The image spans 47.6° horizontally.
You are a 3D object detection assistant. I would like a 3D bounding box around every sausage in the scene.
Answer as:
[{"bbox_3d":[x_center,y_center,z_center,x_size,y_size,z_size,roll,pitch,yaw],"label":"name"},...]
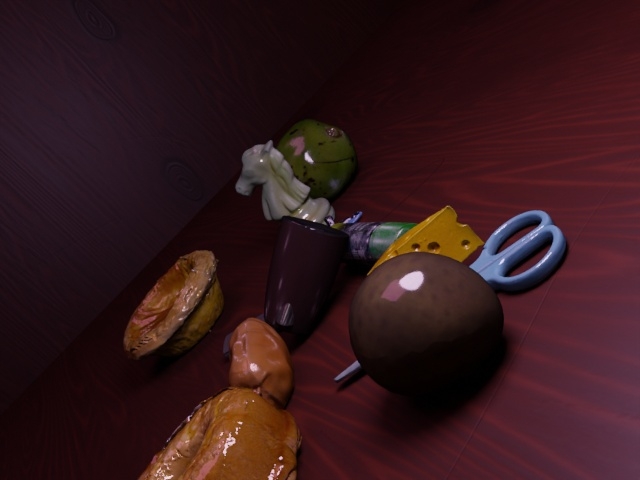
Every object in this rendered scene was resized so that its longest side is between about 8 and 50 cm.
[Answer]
[{"bbox_3d":[-0.117,0.243,1.396,0.120,0.136,0.241,-40,22,7],"label":"sausage"}]

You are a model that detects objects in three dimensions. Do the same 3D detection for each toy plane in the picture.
[{"bbox_3d":[-0.004,-0.006,1.810,0.246,0.078,0.169,-41,-11,-2],"label":"toy plane"}]

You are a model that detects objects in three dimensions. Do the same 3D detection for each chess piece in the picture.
[{"bbox_3d":[-0.112,-0.126,1.966,0.176,0.298,0.175,-37,20,16],"label":"chess piece"}]

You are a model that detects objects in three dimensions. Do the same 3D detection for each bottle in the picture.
[{"bbox_3d":[0.109,0.007,1.500,0.093,0.093,0.330,-49,18,-16],"label":"bottle"}]

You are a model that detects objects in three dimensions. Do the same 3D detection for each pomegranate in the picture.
[{"bbox_3d":[-0.023,-0.220,2.113,0.270,0.254,0.254,-47,13,31],"label":"pomegranate"}]

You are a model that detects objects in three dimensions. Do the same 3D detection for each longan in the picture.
[{"bbox_3d":[0.143,0.112,1.021,0.220,0.196,0.196,-31,21,27],"label":"longan"}]

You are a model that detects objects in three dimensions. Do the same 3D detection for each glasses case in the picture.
[{"bbox_3d":[-0.150,0.212,1.692,0.191,0.042,0.072,-33,28,31],"label":"glasses case"}]

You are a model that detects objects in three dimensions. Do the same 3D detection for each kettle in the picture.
[{"bbox_3d":[-0.042,0.075,1.522,0.202,0.144,0.232,-63,-10,-83],"label":"kettle"}]

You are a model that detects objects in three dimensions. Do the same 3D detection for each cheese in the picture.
[{"bbox_3d":[0.185,0.021,1.231,0.171,0.093,0.126,-40,3,35],"label":"cheese"}]

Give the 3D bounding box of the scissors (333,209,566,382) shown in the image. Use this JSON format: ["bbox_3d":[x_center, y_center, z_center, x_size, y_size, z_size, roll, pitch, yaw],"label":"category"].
[{"bbox_3d":[0.195,0.108,1.179,0.447,0.029,0.192,-38,17,16],"label":"scissors"}]

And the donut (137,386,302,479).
[{"bbox_3d":[-0.172,0.386,1.148,0.299,0.150,0.317,-39,18,25],"label":"donut"}]

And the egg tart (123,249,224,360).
[{"bbox_3d":[-0.402,0.201,2.068,0.388,0.169,0.387,-41,20,18],"label":"egg tart"}]
